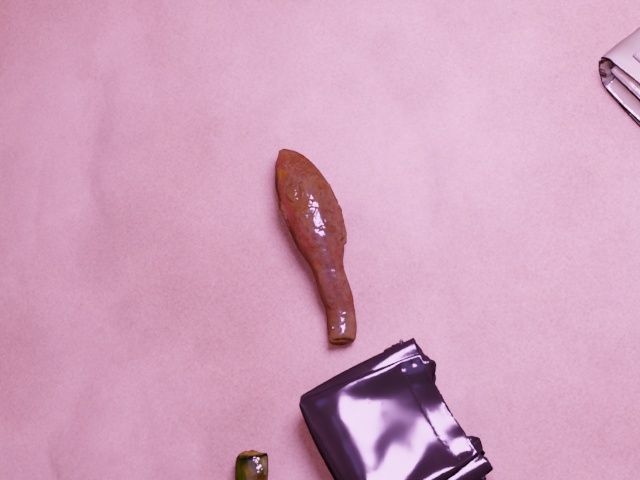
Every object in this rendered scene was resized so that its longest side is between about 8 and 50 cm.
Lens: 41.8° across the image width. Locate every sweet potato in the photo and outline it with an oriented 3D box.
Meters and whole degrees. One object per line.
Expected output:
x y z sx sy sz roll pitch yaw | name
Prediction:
0.000 0.000 1.535 0.109 0.109 0.385 -21 77 7 | sweet potato

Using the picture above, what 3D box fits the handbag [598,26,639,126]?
0.688 -0.336 1.428 0.358 0.160 0.237 -39 69 1 | handbag

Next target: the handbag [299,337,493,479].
0.128 0.339 1.440 0.257 0.113 0.285 -30 68 -1 | handbag

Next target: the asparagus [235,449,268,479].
-0.122 0.515 1.484 0.067 0.060 0.277 -3 80 1 | asparagus
